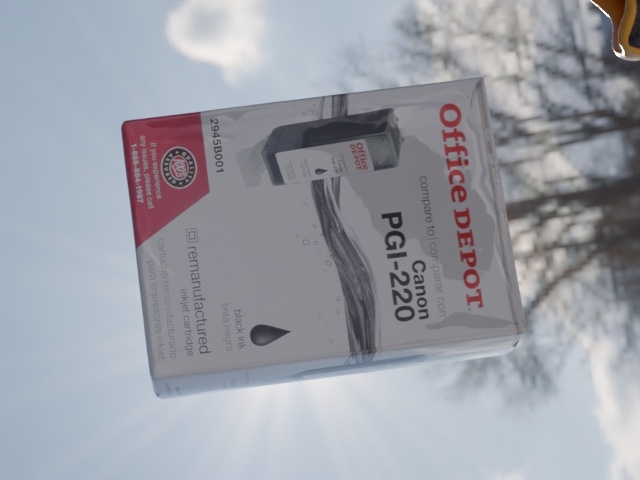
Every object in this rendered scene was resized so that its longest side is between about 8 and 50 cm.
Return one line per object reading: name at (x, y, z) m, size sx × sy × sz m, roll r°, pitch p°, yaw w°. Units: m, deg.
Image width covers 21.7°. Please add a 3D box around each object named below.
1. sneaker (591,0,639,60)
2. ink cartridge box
sneaker at (0.080, -0.158, 0.687) m, size 0.083 × 0.215 × 0.084 m, roll -54°, pitch -8°, yaw -4°
ink cartridge box at (0.000, 0.000, 0.983) m, size 0.092 × 0.218 × 0.158 m, roll 107°, pitch 156°, yaw -77°
